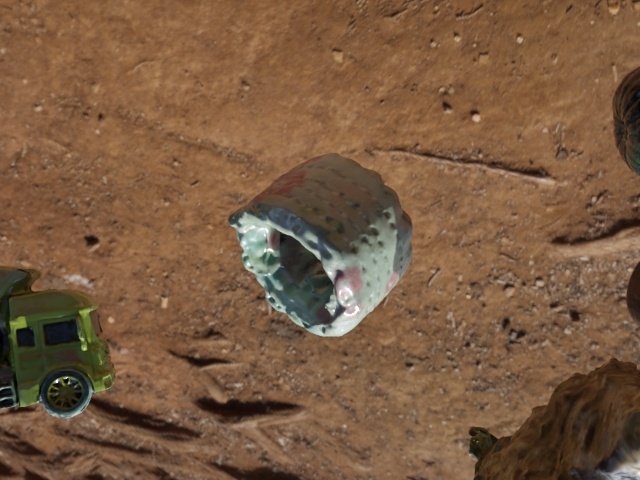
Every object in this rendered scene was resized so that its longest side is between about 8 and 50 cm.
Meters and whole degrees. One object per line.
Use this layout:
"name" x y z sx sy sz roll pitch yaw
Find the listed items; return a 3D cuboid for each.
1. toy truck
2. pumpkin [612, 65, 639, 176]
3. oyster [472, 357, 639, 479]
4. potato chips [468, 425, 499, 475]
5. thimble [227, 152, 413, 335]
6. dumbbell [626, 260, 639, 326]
"toy truck" -0.255 0.078 0.443 0.085 0.191 0.116 167 95 -76
"pumpkin" 0.584 -0.200 1.012 0.162 0.220 0.220 -13 120 10
"oyster" 0.258 0.211 0.616 0.111 0.204 0.396 21 137 -9
"potato chips" 0.345 0.495 0.933 0.070 0.358 0.429 -28 83 16
"thimble" 0.000 0.000 0.755 0.211 0.149 0.185 40 146 15
"dumbbell" 0.675 0.135 0.989 0.203 0.322 0.204 -1 108 -3
